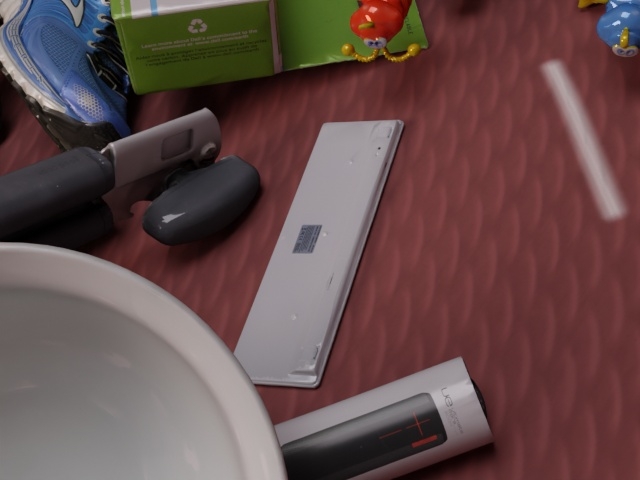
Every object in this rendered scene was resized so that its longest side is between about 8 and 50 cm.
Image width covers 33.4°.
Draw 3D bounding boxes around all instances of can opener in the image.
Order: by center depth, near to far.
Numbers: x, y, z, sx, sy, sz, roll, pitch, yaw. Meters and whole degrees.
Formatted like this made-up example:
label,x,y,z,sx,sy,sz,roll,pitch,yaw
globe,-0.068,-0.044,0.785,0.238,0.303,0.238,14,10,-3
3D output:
label,x,y,z,sx,sy,sz,roll,pitch,yaw
can opener,-0.164,-0.020,0.777,0.095,0.076,0.283,33,42,29

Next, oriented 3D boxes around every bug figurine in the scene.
label,x,y,z,sx,sy,sz,roll,pitch,yaw
bug figurine,0.156,-0.208,0.853,0.279,0.072,0.216,6,39,21

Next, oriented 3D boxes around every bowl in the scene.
label,x,y,z,sx,sy,sz,roll,pitch,yaw
bowl,-0.168,0.151,0.595,0.298,0.298,0.134,-32,0,-6

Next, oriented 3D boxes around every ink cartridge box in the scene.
label,x,y,z,sx,sy,sz,roll,pitch,yaw
ink cartridge box,-0.050,-0.242,0.919,0.255,0.097,0.188,-10,57,-3

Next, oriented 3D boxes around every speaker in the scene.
label,x,y,z,sx,sy,sz,roll,pitch,yaw
speaker,0.033,0.117,0.635,0.136,0.055,0.055,-21,44,5

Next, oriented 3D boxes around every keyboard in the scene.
label,x,y,z,sx,sy,sz,roll,pitch,yaw
keyboard,0.000,0.000,0.794,0.072,0.014,0.256,-4,47,28

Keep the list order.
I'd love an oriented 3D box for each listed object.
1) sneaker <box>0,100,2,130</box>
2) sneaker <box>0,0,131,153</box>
label,x,y,z,sx,sy,sz,roll,pitch,yaw
sneaker,-0.392,-0.218,1.011,0.121,0.299,0.111,1,9,40
sneaker,-0.214,-0.189,0.986,0.147,0.129,0.330,-27,43,2
